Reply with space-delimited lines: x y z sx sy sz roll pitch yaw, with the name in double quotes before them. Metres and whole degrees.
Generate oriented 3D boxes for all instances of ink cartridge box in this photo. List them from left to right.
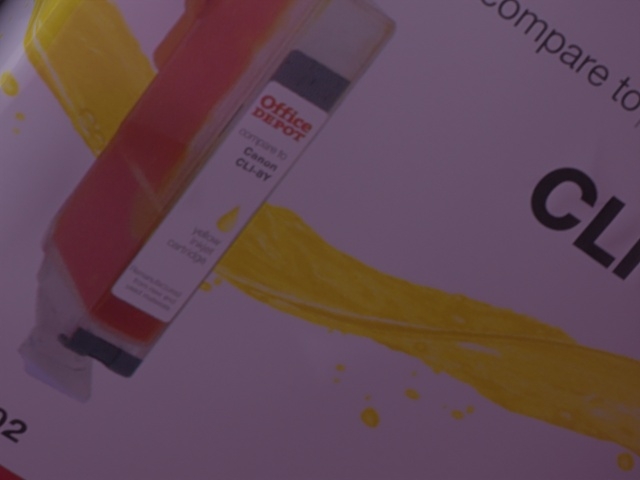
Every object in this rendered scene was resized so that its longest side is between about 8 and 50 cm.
"ink cartridge box" 0.000 0.000 0.682 0.279 0.160 0.384 34 105 -17
